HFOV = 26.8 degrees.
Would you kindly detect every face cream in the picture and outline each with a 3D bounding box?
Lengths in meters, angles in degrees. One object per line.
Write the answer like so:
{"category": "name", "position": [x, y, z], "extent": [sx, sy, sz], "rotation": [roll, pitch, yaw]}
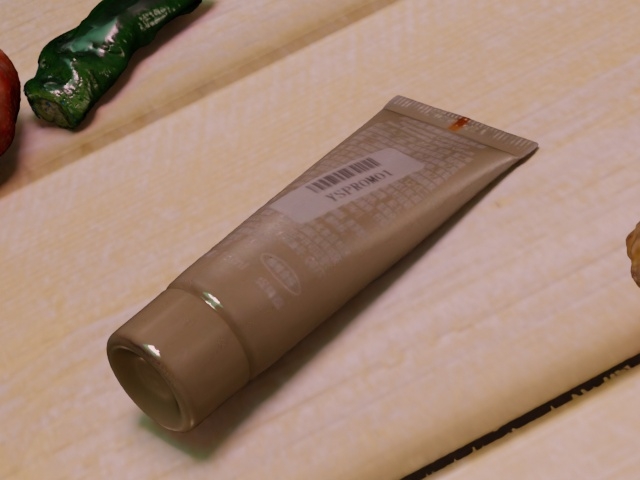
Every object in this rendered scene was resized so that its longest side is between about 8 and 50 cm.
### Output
{"category": "face cream", "position": [0.000, 0.000, 0.951], "extent": [0.137, 0.084, 0.341], "rotation": [24, 51, 37]}

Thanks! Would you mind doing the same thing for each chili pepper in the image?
{"category": "chili pepper", "position": [-0.187, -0.194, 1.239], "extent": [0.098, 0.061, 0.224], "rotation": [12, 54, 42]}

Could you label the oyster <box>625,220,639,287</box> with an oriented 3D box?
{"category": "oyster", "position": [0.336, -0.044, 0.788], "extent": [0.337, 0.133, 0.197], "rotation": [-26, 41, 2]}

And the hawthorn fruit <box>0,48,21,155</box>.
{"category": "hawthorn fruit", "position": [-0.350, -0.124, 1.139], "extent": [0.157, 0.194, 0.157], "rotation": [-18, 55, 27]}
